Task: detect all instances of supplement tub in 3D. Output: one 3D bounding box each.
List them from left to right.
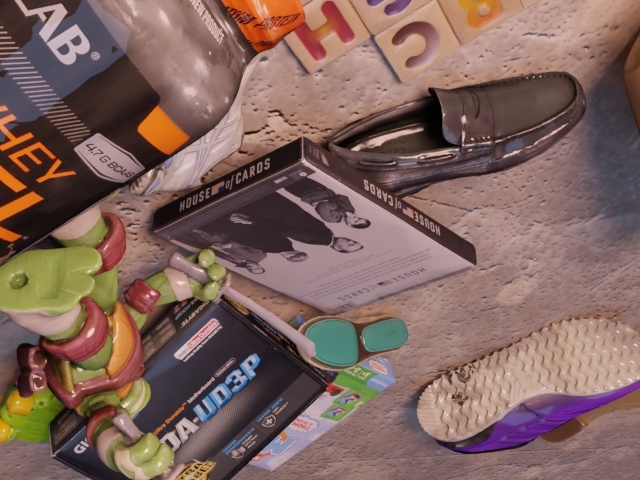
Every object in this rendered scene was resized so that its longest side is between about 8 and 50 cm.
[{"bbox_3d":[-0.192,-0.098,0.451,0.338,0.207,0.207,-33,136,3],"label":"supplement tub"}]

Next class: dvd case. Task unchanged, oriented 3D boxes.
[{"bbox_3d":[0.000,0.000,0.735,0.179,0.029,0.238,-22,145,36],"label":"dvd case"}]

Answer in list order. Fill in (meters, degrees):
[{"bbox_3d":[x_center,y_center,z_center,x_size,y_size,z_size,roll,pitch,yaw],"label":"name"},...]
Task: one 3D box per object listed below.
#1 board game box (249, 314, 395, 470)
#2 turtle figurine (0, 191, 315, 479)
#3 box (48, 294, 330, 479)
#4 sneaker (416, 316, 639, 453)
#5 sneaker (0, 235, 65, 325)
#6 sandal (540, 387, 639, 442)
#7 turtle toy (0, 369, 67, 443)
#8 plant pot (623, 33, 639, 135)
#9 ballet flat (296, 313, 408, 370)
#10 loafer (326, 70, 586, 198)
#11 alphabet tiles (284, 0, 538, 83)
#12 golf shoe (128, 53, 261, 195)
[{"bbox_3d":[-0.043,0.185,0.955,0.211,0.039,0.160,-40,133,23],"label":"board game box"},{"bbox_3d":[-0.119,0.071,0.627,0.198,0.274,0.266,-50,152,-27],"label":"turtle figurine"},{"bbox_3d":[-0.126,0.163,0.816,0.220,0.051,0.175,-43,125,4],"label":"box"},{"bbox_3d":[0.274,0.195,1.041,0.293,0.102,0.146,-20,142,8],"label":"sneaker"},{"bbox_3d":[-0.332,0.083,0.687,0.283,0.122,0.110,-24,137,5],"label":"sneaker"},{"bbox_3d":[0.395,0.191,1.106,0.240,0.088,0.079,-39,166,31],"label":"sandal"},{"bbox_3d":[-0.272,0.156,0.825,0.095,0.066,0.130,21,125,-37],"label":"turtle toy"},{"bbox_3d":[0.352,-0.130,0.629,0.191,0.284,0.284,33,124,-1],"label":"plant pot"},{"bbox_3d":[0.025,0.108,0.862,0.052,0.057,0.168,-16,166,43],"label":"ballet flat"},{"bbox_3d":[0.113,-0.094,0.691,0.223,0.076,0.078,-19,146,6],"label":"loafer"},{"bbox_3d":[0.058,-0.262,0.546,0.285,0.011,0.342,-30,136,12],"label":"alphabet tiles"},{"bbox_3d":[-0.086,-0.104,0.636,0.086,0.069,0.176,4,141,-46],"label":"golf shoe"}]
